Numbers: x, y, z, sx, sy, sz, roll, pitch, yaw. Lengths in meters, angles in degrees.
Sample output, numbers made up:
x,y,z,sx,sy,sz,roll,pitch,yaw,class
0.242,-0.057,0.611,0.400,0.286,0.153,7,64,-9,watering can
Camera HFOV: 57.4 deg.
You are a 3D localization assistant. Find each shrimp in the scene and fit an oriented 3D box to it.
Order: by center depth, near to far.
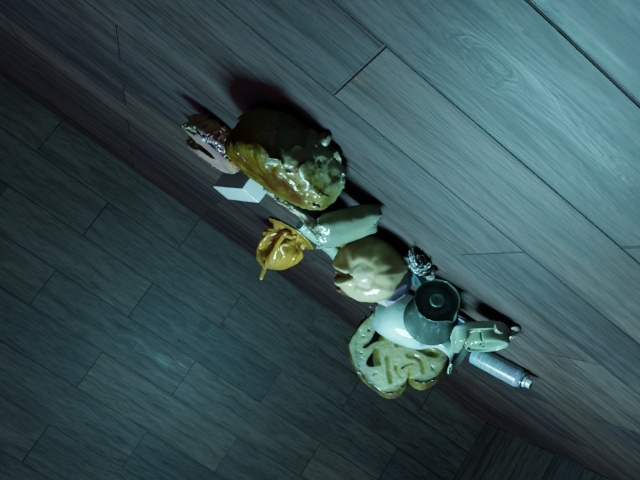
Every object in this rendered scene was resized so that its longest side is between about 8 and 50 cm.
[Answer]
x,y,z,sx,sy,sz,roll,pitch,yaw,class
0.272,0.065,1.605,0.065,0.057,0.165,45,-174,34,shrimp

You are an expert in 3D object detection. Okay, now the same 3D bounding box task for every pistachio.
x,y,z,sx,sy,sz,roll,pitch,yaw,class
0.138,0.077,1.727,0.213,0.194,0.318,-6,-172,-9,pistachio

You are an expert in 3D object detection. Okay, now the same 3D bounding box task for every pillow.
x,y,z,sx,sy,sz,roll,pitch,yaw,class
0.072,-0.040,1.488,0.134,0.181,0.078,103,152,-69,pillow

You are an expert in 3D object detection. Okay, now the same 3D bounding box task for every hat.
x,y,z,sx,sy,sz,roll,pitch,yaw,class
-0.178,0.066,2.394,0.233,0.233,0.244,39,169,-26,hat

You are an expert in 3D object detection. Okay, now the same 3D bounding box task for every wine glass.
x,y,z,sx,sy,sz,roll,pitch,yaw,class
0.352,0.309,2.039,0.356,0.191,0.190,28,167,26,wine glass

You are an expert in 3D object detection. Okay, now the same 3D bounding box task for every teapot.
x,y,z,sx,sy,sz,roll,pitch,yaw,class
0.335,0.200,1.772,0.225,0.170,0.203,81,163,-65,teapot

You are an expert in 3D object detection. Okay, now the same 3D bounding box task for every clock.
x,y,z,sx,sy,sz,roll,pitch,yaw,class
0.479,0.280,1.697,0.190,0.062,0.151,-4,154,4,clock

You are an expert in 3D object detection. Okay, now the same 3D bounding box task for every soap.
x,y,z,sx,sy,sz,roll,pitch,yaw,class
0.221,0.146,1.834,0.100,0.149,0.056,17,128,49,soap

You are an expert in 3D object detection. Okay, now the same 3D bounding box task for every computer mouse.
x,y,z,sx,sy,sz,roll,pitch,yaw,class
-0.053,-0.135,1.605,0.264,0.088,0.147,30,-167,8,computer mouse

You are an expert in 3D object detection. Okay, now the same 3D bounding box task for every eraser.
x,y,z,sx,sy,sz,roll,pitch,yaw,class
-0.277,-0.189,2.026,0.078,0.076,0.298,41,166,-26,eraser

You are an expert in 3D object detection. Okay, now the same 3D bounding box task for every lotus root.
x,y,z,sx,sy,sz,roll,pitch,yaw,class
0.301,0.417,2.272,0.390,0.375,0.111,-8,158,10,lotus root

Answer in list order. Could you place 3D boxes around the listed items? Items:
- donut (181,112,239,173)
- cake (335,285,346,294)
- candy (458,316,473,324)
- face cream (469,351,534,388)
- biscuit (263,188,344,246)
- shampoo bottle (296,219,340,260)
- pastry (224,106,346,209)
x,y,z,sx,sy,sz,roll,pitch,yaw,class
-0.306,-0.281,1.715,0.199,0.085,0.233,36,168,-6,donut
0.146,0.201,2.410,0.116,0.086,0.220,37,167,-4,cake
0.481,0.277,1.914,0.136,0.038,0.088,26,174,2,candy
0.654,0.462,2.105,0.229,0.075,0.075,27,166,34,face cream
-0.020,-0.073,1.696,0.204,0.040,0.309,13,-157,-49,biscuit
0.000,0.000,2.096,0.212,0.049,0.072,41,171,-29,shampoo bottle
-0.081,-0.181,1.379,0.329,0.136,0.330,31,167,8,pastry
